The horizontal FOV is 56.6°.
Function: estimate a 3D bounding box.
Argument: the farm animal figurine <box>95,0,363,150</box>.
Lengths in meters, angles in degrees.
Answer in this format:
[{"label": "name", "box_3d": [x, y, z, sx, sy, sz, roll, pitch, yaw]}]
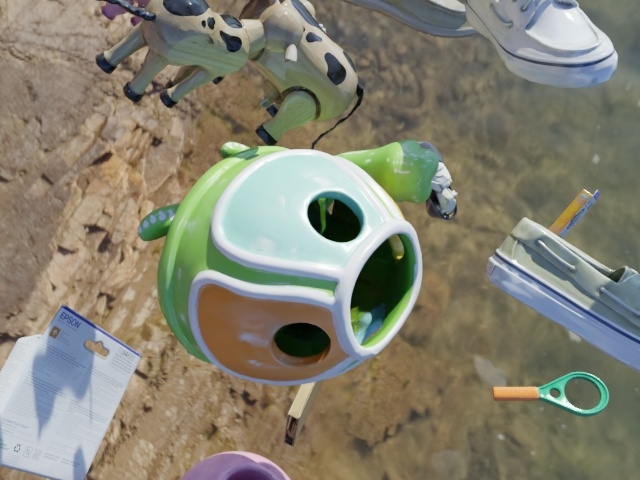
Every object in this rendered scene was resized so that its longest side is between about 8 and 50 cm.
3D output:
[{"label": "farm animal figurine", "box_3d": [-0.068, -0.241, 0.664, 0.327, 0.172, 0.330, 38, 34, -36]}]

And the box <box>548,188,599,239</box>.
[{"label": "box", "box_3d": [0.558, -0.059, 1.309, 0.028, 0.081, 0.136, 42, 104, 26]}]

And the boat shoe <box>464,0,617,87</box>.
[{"label": "boat shoe", "box_3d": [0.204, -0.227, 0.592, 0.083, 0.226, 0.075, -24, 132, -6]}]

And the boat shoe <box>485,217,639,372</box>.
[{"label": "boat shoe", "box_3d": [0.350, 0.077, 0.711, 0.302, 0.109, 0.094, 29, 108, 11]}]

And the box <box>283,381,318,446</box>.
[{"label": "box", "box_3d": [-0.008, 0.229, 0.992, 0.021, 0.164, 0.201, 22, 57, 9]}]

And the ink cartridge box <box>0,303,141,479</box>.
[{"label": "ink cartridge box", "box_3d": [-0.388, 0.234, 0.891, 0.045, 0.223, 0.223, 9, 62, 24]}]

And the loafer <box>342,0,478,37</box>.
[{"label": "loafer", "box_3d": [0.135, -0.394, 0.933, 0.269, 0.092, 0.102, 19, 32, 2]}]

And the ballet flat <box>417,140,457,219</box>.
[{"label": "ballet flat", "box_3d": [0.228, -0.108, 1.147, 0.074, 0.074, 0.203, -54, 142, -21]}]

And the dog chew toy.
[{"label": "dog chew toy", "box_3d": [-0.155, 0.470, 0.897, 0.207, 0.331, 0.206, 18, 35, -13]}]

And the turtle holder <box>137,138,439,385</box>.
[{"label": "turtle holder", "box_3d": [-0.004, 0.019, 0.644, 0.320, 0.228, 0.243, -16, 111, -48]}]

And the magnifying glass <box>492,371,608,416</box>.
[{"label": "magnifying glass", "box_3d": [0.484, 0.325, 1.255, 0.231, 0.026, 0.092, -1, 55, 7]}]
